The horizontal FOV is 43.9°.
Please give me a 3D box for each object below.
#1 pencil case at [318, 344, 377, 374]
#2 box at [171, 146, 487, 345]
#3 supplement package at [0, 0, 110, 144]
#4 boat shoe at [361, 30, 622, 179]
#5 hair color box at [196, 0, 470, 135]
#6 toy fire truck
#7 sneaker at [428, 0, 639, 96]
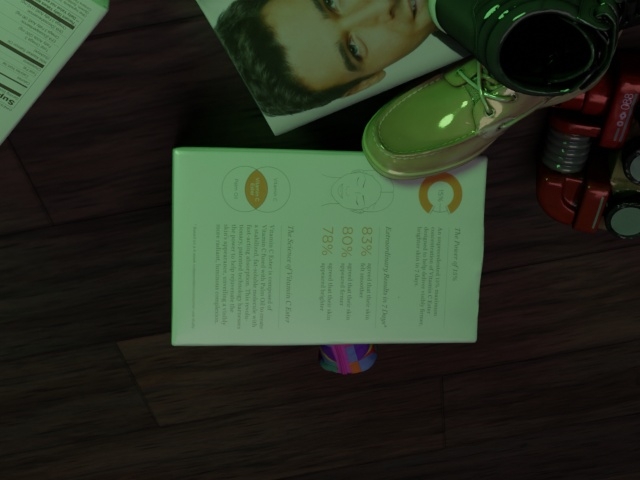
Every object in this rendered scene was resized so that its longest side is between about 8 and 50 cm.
[{"bbox_3d":[0.022,0.100,1.145,0.104,0.104,0.236,-14,136,4],"label":"pencil case"},{"bbox_3d":[0.000,0.000,0.932,0.345,0.168,0.215,1,97,-10],"label":"box"},{"bbox_3d":[-0.337,-0.214,0.699,0.198,0.199,0.263,30,123,-34],"label":"supplement package"},{"bbox_3d":[0.181,-0.164,0.833,0.302,0.109,0.098,-26,165,-8],"label":"boat shoe"},{"bbox_3d":[0.081,-0.267,0.783,0.374,0.113,0.185,-21,134,11],"label":"hair color box"},{"bbox_3d":[0.297,-0.116,0.967,0.246,0.158,0.217,10,129,7],"label":"toy fire truck"},{"bbox_3d":[0.256,-0.199,0.700,0.296,0.147,0.104,-10,134,-3],"label":"sneaker"}]
